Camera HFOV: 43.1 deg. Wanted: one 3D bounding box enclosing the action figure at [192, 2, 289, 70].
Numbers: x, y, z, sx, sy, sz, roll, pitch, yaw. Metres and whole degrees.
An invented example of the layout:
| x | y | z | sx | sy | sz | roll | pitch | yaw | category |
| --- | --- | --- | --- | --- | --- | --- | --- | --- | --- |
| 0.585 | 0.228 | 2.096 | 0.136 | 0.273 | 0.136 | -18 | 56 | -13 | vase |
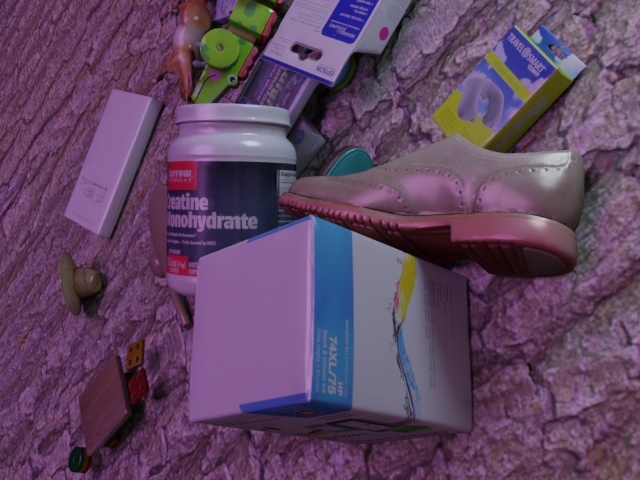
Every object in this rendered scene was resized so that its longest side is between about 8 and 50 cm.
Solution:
| x | y | z | sx | sy | sz | roll | pitch | yaw | category |
| --- | --- | --- | --- | --- | --- | --- | --- | --- | --- |
| -0.143 | -0.384 | 1.506 | 0.232 | 0.063 | 0.137 | -20 | 56 | 37 | action figure |

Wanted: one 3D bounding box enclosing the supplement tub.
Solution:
| x | y | z | sx | sy | sz | roll | pitch | yaw | category |
| --- | --- | --- | --- | --- | --- | --- | --- | --- | --- |
| -0.131 | -0.057 | 1.197 | 0.191 | 0.191 | 0.272 | 4 | 94 | 48 | supplement tub |

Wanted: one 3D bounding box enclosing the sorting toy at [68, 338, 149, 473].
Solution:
| x | y | z | sx | sy | sz | roll | pitch | yaw | category |
| --- | --- | --- | --- | --- | --- | --- | --- | --- | --- |
| -0.372 | 0.295 | 1.466 | 0.274 | 0.046 | 0.132 | -48 | 44 | 23 | sorting toy |

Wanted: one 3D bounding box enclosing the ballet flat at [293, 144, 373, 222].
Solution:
| x | y | z | sx | sy | sz | roll | pitch | yaw | category |
| --- | --- | --- | --- | --- | --- | --- | --- | --- | --- |
| 0.000 | 0.000 | 1.156 | 0.096 | 0.095 | 0.280 | -1 | 72 | 60 | ballet flat |

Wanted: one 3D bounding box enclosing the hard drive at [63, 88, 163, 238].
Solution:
| x | y | z | sx | sy | sz | roll | pitch | yaw | category |
| --- | --- | --- | --- | --- | --- | --- | --- | --- | --- |
| -0.456 | -0.173 | 1.768 | 0.203 | 0.040 | 0.307 | 21 | 89 | 50 | hard drive |

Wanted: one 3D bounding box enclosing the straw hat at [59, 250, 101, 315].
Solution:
| x | y | z | sx | sy | sz | roll | pitch | yaw | category |
| --- | --- | --- | --- | --- | --- | --- | --- | --- | --- |
| -0.484 | 0.085 | 1.666 | 0.061 | 0.144 | 0.144 | -12 | 56 | -2 | straw hat |

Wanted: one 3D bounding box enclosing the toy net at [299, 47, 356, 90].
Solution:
| x | y | z | sx | sy | sz | roll | pitch | yaw | category |
| --- | --- | --- | --- | --- | --- | --- | --- | --- | --- |
| -0.007 | -0.335 | 1.347 | 0.122 | 0.045 | 0.232 | -33 | 50 | 38 | toy net |

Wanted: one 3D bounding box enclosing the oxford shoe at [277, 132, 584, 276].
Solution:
| x | y | z | sx | sy | sz | roll | pitch | yaw | category |
| --- | --- | --- | --- | --- | --- | --- | --- | --- | --- |
| 0.129 | -0.052 | 0.994 | 0.397 | 0.140 | 0.146 | 9 | 72 | 32 | oxford shoe |

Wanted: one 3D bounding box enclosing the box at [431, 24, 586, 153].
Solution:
| x | y | z | sx | sy | sz | roll | pitch | yaw | category |
| --- | --- | --- | --- | --- | --- | --- | --- | --- | --- |
| 0.232 | -0.183 | 1.017 | 0.178 | 0.042 | 0.109 | -49 | 44 | 23 | box |

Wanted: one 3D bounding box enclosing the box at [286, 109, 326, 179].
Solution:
| x | y | z | sx | sy | sz | roll | pitch | yaw | category |
| --- | --- | --- | --- | --- | --- | --- | --- | --- | --- |
| -0.078 | -0.167 | 1.353 | 0.145 | 0.038 | 0.186 | -51 | 44 | 21 | box |

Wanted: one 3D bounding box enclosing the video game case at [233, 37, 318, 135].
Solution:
| x | y | z | sx | sy | sz | roll | pitch | yaw | category |
| --- | --- | --- | --- | --- | --- | --- | --- | --- | --- |
| -0.089 | -0.222 | 1.336 | 0.190 | 0.022 | 0.173 | -58 | 40 | 14 | video game case |

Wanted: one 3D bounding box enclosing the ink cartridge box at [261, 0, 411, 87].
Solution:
| x | y | z | sx | sy | sz | roll | pitch | yaw | category |
| --- | --- | --- | --- | --- | --- | --- | --- | --- | --- |
| 0.068 | -0.404 | 1.232 | 0.176 | 0.069 | 0.371 | 31 | 89 | 41 | ink cartridge box |

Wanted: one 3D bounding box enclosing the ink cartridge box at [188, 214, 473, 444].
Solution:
| x | y | z | sx | sy | sz | roll | pitch | yaw | category |
| --- | --- | --- | --- | --- | --- | --- | --- | --- | --- |
| 0.018 | 0.120 | 0.942 | 0.198 | 0.270 | 0.197 | -20 | 61 | 42 | ink cartridge box |

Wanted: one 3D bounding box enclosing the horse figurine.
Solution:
| x | y | z | sx | sy | sz | roll | pitch | yaw | category |
| --- | --- | --- | --- | --- | --- | --- | --- | --- | --- |
| -0.272 | -0.409 | 1.645 | 0.174 | 0.066 | 0.263 | 16 | 87 | 60 | horse figurine |

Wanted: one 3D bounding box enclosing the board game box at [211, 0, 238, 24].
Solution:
| x | y | z | sx | sy | sz | roll | pitch | yaw | category |
| --- | --- | --- | --- | --- | --- | --- | --- | --- | --- |
| -0.173 | -0.480 | 1.607 | 0.090 | 0.020 | 0.090 | -1 | 72 | 48 | board game box |

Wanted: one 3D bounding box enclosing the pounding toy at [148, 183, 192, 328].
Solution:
| x | y | z | sx | sy | sz | roll | pitch | yaw | category |
| --- | --- | --- | --- | --- | --- | --- | --- | --- | --- |
| -0.211 | 0.005 | 1.396 | 0.183 | 0.110 | 0.237 | 51 | 142 | 34 | pounding toy |

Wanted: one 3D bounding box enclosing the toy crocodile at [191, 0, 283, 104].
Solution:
| x | y | z | sx | sy | sz | roll | pitch | yaw | category |
| --- | --- | --- | --- | --- | --- | --- | --- | --- | --- |
| -0.122 | -0.364 | 1.375 | 0.340 | 0.105 | 0.115 | -63 | 4 | -2 | toy crocodile |
